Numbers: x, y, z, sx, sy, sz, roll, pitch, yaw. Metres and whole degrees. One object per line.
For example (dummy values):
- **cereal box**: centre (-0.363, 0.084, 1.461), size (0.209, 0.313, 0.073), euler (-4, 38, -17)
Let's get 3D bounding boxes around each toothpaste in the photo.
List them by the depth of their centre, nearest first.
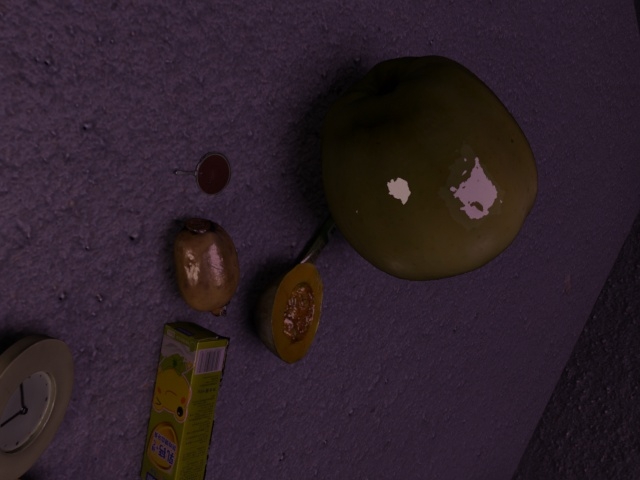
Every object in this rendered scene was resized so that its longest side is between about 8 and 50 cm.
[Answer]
- **toothpaste**: centre (-0.262, 0.323, 1.327), size (0.077, 0.110, 0.327), euler (2, 101, -50)
- **toothpaste**: centre (0.000, 0.000, 1.571), size (0.204, 0.031, 0.049), euler (-56, 132, -16)

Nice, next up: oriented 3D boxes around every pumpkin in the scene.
- **pumpkin**: centre (-0.080, 0.150, 1.488), size (0.217, 0.110, 0.217), euler (-9, 101, -56)

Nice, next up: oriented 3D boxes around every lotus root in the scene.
- **lotus root**: centre (-0.209, 0.063, 1.298), size (0.125, 0.118, 0.221), euler (-22, 117, -23)

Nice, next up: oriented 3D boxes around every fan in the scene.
- **fan**: centre (-0.219, -0.126, 1.303), size (0.133, 0.005, 0.085), euler (-5, 107, -48)

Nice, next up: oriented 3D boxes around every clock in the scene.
- **clock**: centre (-0.462, 0.260, 1.067), size (0.235, 0.029, 0.235), euler (16, 90, -77)

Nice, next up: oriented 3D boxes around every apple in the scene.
- **apple**: centre (0.212, -0.149, 1.449), size (0.473, 0.473, 0.473), euler (-19, 116, -43)

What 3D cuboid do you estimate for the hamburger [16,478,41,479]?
- **hamburger**: centre (-0.512, 0.532, 1.092), size (0.260, 0.150, 0.276), euler (-4, 106, -46)
